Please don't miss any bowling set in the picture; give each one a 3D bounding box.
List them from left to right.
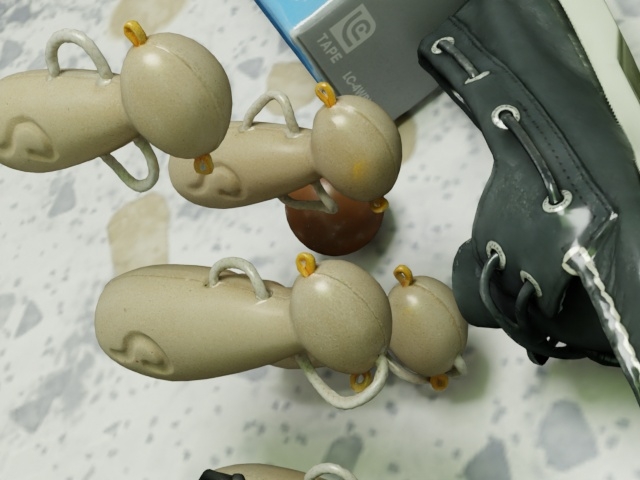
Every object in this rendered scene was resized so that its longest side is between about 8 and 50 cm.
[{"bbox_3d":[0.000,0.000,0.548,0.154,0.287,0.200,-4,32,39],"label":"bowling set"}]

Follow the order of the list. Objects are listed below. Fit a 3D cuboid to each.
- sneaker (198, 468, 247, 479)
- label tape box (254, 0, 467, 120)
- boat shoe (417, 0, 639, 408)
[{"bbox_3d":[-0.019,0.149,0.468,0.267,0.106,0.101,-18,17,40],"label":"sneaker"},{"bbox_3d":[0.089,-0.260,0.702,0.347,0.115,0.249,-36,50,3],"label":"label tape box"},{"bbox_3d":[0.108,-0.004,0.523,0.113,0.127,0.340,-26,50,17],"label":"boat shoe"}]
